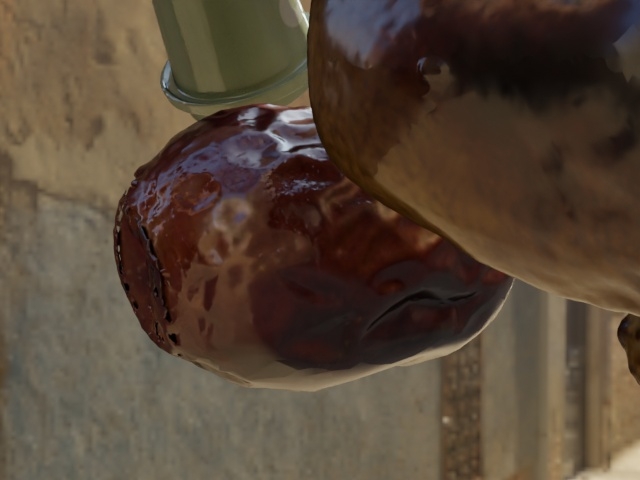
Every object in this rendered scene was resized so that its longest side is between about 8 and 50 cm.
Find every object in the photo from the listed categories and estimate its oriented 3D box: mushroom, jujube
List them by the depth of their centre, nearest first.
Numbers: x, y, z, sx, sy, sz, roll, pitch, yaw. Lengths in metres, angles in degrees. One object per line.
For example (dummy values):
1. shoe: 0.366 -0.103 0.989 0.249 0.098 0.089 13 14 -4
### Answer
1. mushroom: 0.159 -0.088 0.662 0.345 0.345 0.259 0 -33 14
2. jujube: 0.000 0.000 0.791 0.243 0.183 0.183 -9 3 -32

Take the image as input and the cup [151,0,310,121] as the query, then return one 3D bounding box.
1. cup: -0.065 -0.160 0.876 0.120 0.141 0.120 -14 33 10
